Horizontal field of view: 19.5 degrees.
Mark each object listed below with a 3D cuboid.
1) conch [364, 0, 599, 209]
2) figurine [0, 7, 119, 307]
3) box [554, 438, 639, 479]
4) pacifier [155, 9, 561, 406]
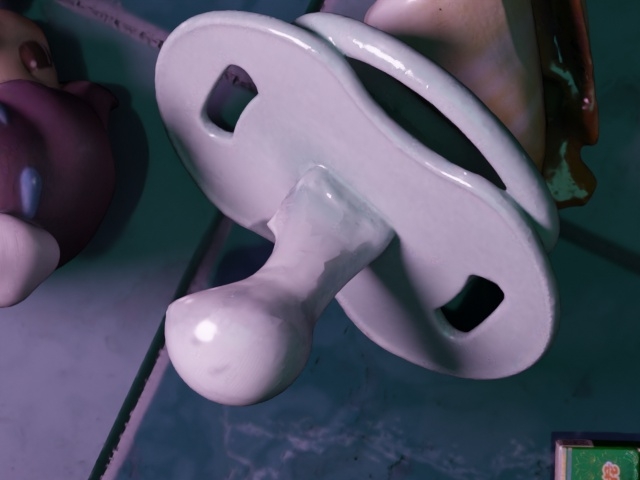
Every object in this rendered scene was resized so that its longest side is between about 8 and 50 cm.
[{"bbox_3d":[0.111,-0.132,1.352,0.158,0.127,0.255,-31,117,-35],"label":"conch"},{"bbox_3d":[-0.245,-0.139,1.311,0.206,0.218,0.365,0,91,28],"label":"figurine"},{"bbox_3d":[0.293,0.218,1.402,0.235,0.034,0.132,2,94,1],"label":"box"},{"bbox_3d":[0.000,0.000,1.263,0.343,0.288,0.269,37,58,2],"label":"pacifier"}]
